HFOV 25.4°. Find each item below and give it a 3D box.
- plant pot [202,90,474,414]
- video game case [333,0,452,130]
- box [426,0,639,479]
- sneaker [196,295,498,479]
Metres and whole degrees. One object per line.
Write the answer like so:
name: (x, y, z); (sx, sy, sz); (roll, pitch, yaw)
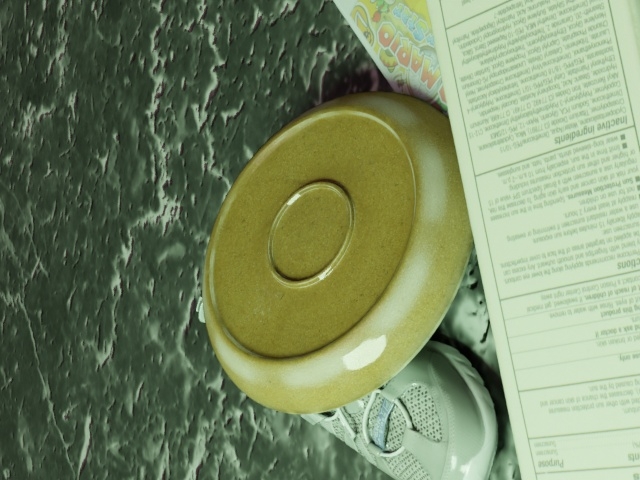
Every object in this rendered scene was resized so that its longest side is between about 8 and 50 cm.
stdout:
plant pot: (0.000, 0.000, 0.964); (0.236, 0.032, 0.236); (-20, 57, 35)
video game case: (0.104, -0.172, 0.946); (0.227, 0.026, 0.206); (59, 135, 33)
box: (0.169, -0.015, 0.760); (0.148, 0.121, 0.311); (-14, 85, 50)
sneaker: (0.011, 0.106, 1.006); (0.281, 0.115, 0.105); (30, 115, 49)
